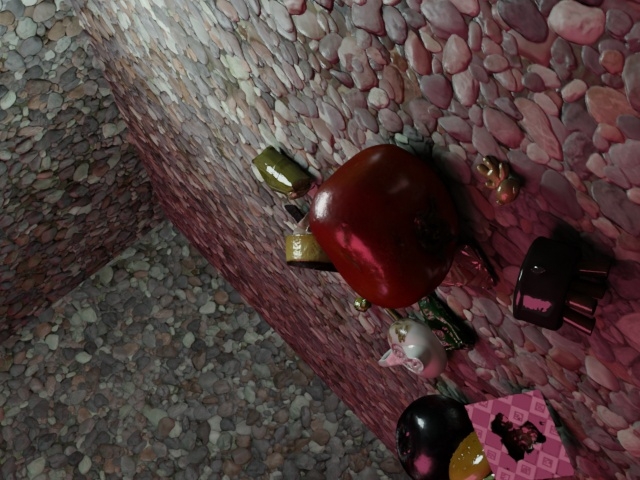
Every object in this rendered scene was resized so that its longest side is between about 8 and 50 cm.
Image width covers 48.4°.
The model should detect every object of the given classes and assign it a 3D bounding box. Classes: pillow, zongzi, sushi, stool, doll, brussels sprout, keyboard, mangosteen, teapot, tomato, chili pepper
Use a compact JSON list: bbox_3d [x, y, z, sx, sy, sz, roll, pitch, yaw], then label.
[{"bbox_3d":[0.299,0.053,1.639,0.135,0.049,0.248,54,158,-15],"label":"pillow"},{"bbox_3d":[-0.088,-0.154,2.088,0.205,0.094,0.204,39,164,31],"label":"zongzi"},{"bbox_3d":[0.520,0.505,1.848,0.220,0.047,0.231,-23,89,37],"label":"sushi"},{"bbox_3d":[0.428,0.078,1.256,0.139,0.228,0.153,17,106,25],"label":"stool"},{"bbox_3d":[0.315,-0.108,1.260,0.093,0.051,0.061,43,133,13],"label":"doll"},{"bbox_3d":[0.142,0.213,2.355,0.051,0.046,0.083,47,163,-11],"label":"brussels sprout"},{"bbox_3d":[-0.044,-0.055,2.266,0.381,0.041,0.103,55,162,-17],"label":"keyboard"},{"bbox_3d":[0.390,0.638,2.285,0.300,0.300,0.300,44,162,19],"label":"mangosteen"},{"bbox_3d":[0.275,0.328,2.115,0.204,0.139,0.298,47,162,0],"label":"teapot"},{"bbox_3d":[0.135,-0.032,1.488,0.290,0.293,0.325,8,145,49],"label":"tomato"},{"bbox_3d":[0.329,0.214,1.880,0.216,0.062,0.108,49,156,4],"label":"chili pepper"}]

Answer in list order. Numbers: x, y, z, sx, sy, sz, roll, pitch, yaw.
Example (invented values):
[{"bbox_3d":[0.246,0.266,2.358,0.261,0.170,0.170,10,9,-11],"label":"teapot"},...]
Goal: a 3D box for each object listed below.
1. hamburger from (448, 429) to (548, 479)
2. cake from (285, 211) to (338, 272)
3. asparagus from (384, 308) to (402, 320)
[{"bbox_3d":[0.489,0.645,2.020,0.212,0.274,0.274,43,163,0],"label":"hamburger"},{"bbox_3d":[0.000,0.000,2.103,0.208,0.178,0.185,11,-178,40],"label":"cake"},{"bbox_3d":[0.164,0.169,2.250,0.248,0.025,0.024,43,-156,21],"label":"asparagus"}]
